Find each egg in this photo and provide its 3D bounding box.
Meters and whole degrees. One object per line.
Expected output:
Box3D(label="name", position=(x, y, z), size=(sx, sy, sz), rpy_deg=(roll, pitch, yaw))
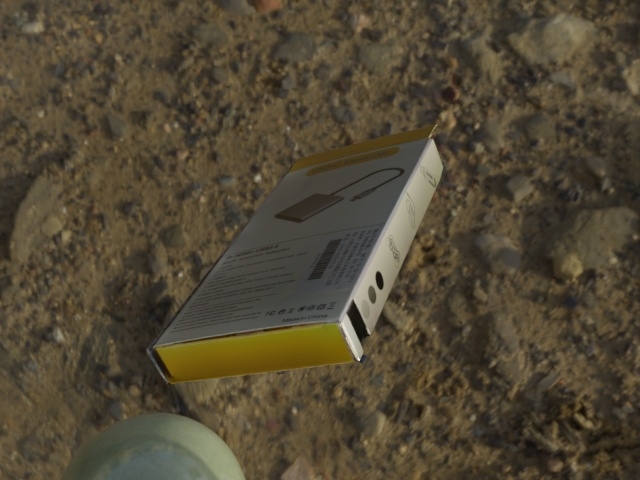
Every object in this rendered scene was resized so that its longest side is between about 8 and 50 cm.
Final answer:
Box3D(label="egg", position=(-0.159, 0.263, 0.792), size=(0.187, 0.253, 0.186), rpy_deg=(0, 103, -2))

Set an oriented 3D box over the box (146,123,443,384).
Box3D(label="box", position=(0.000, 0.000, 0.549), size=(0.129, 0.033, 0.247), rpy_deg=(-11, 26, 29))
